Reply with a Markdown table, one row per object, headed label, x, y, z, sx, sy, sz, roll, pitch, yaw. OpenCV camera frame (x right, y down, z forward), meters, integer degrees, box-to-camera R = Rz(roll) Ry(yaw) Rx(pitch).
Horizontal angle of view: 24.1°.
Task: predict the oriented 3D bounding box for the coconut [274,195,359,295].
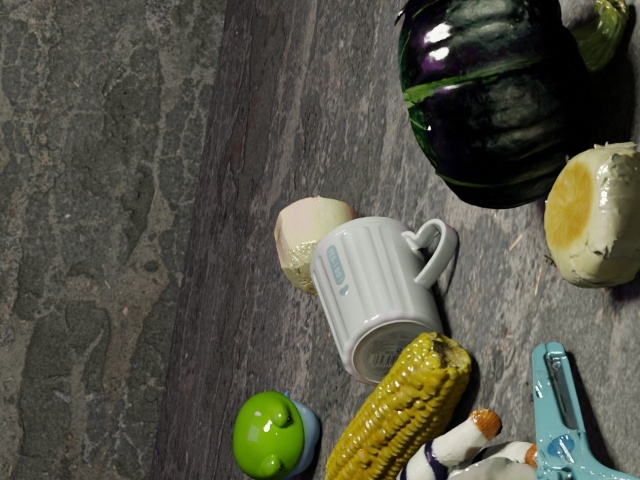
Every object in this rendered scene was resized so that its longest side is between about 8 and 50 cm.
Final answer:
| label | x | y | z | sx | sy | sz | roll | pitch | yaw |
| --- | --- | --- | --- | --- | --- | --- | --- | --- | --- |
| coconut | 0.000 | 0.000 | 2.469 | 0.147 | 0.147 | 0.153 | 119 | 150 | -47 |

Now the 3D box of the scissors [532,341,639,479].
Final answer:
| label | x | y | z | sx | sy | sz | roll | pitch | yaw |
| --- | --- | --- | --- | --- | --- | --- | --- | --- | --- |
| scissors | 0.263 | 0.230 | 1.570 | 0.393 | 0.180 | 0.032 | -87 | -22 | -55 |

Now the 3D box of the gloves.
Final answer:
| label | x | y | z | sx | sy | sz | roll | pitch | yaw |
| --- | --- | --- | --- | --- | --- | --- | --- | --- | --- |
| gloves | 0.192 | 0.295 | 1.786 | 0.218 | 0.131 | 0.140 | -25 | 48 | 33 |

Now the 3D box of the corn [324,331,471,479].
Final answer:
| label | x | y | z | sx | sy | sz | roll | pitch | yaw |
| --- | --- | --- | --- | --- | --- | --- | --- | --- | --- |
| corn | 0.102 | 0.260 | 2.053 | 0.363 | 0.120 | 0.120 | 116 | 156 | -43 |

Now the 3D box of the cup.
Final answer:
| label | x | y | z | sx | sy | sz | roll | pitch | yaw |
| --- | --- | --- | --- | --- | --- | --- | --- | --- | --- |
| cup | 0.090 | 0.071 | 2.114 | 0.202 | 0.167 | 0.221 | -106 | 27 | -48 |

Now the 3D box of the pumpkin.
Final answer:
| label | x | y | z | sx | sy | sz | roll | pitch | yaw |
| --- | --- | --- | --- | --- | --- | --- | --- | --- | --- |
| pumpkin | 0.230 | -0.187 | 1.735 | 0.296 | 0.296 | 0.296 | -171 | 90 | -73 |

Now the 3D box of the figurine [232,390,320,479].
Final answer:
| label | x | y | z | sx | sy | sz | roll | pitch | yaw |
| --- | --- | --- | --- | --- | --- | --- | --- | --- | --- |
| figurine | -0.083 | 0.338 | 2.590 | 0.263 | 0.143 | 0.162 | 168 | 116 | -83 |

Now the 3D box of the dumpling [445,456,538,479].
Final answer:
| label | x | y | z | sx | sy | sz | roll | pitch | yaw |
| --- | --- | --- | --- | --- | --- | --- | --- | --- | --- |
| dumpling | 0.194 | 0.374 | 1.586 | 0.204 | 0.163 | 0.293 | -23 | 51 | 18 |

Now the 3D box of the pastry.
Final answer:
| label | x | y | z | sx | sy | sz | roll | pitch | yaw |
| --- | --- | --- | --- | --- | --- | --- | --- | --- | --- |
| pastry | 0.304 | -0.027 | 1.611 | 0.166 | 0.088 | 0.166 | -172 | 90 | -72 |
